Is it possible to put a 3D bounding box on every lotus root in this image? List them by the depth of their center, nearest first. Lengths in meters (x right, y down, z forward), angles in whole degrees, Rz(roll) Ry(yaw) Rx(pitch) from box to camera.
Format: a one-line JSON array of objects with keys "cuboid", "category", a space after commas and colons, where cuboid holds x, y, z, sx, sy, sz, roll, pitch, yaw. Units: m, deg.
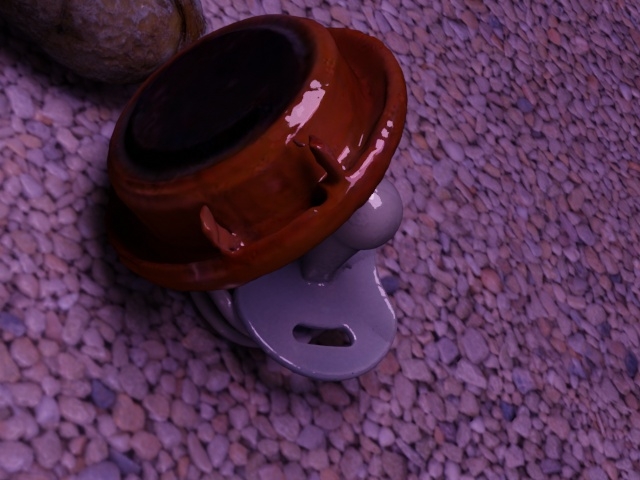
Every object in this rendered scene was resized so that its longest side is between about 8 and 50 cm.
[{"cuboid": [-0.289, -0.290, 1.275, 0.349, 0.175, 0.175, 33, 46, -32], "category": "lotus root"}]

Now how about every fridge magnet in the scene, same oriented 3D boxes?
[{"cuboid": [-0.080, -0.105, 1.213, 0.155, 0.364, 0.363, 54, 35, -38], "category": "fridge magnet"}]

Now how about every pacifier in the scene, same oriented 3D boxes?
[{"cuboid": [0.000, 0.000, 1.293, 0.244, 0.233, 0.299, 10, 56, -33], "category": "pacifier"}]
